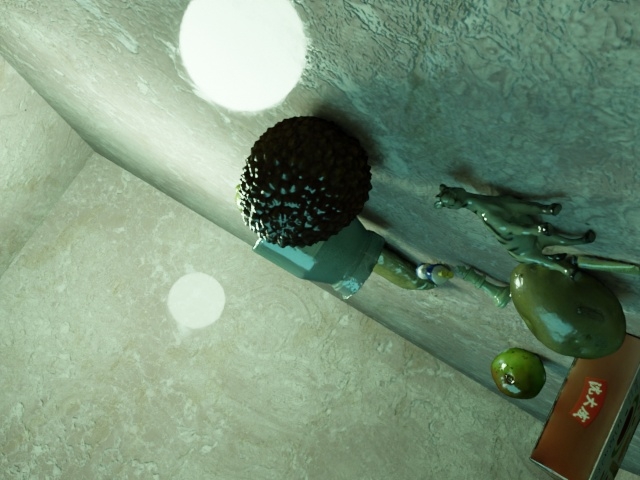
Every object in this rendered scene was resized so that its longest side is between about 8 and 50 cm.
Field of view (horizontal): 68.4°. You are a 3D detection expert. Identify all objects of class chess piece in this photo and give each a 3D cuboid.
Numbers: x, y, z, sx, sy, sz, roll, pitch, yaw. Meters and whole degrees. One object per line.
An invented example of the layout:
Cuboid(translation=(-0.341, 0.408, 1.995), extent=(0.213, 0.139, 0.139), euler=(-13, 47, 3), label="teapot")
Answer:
Cuboid(translation=(0.405, 0.105, 1.179), extent=(0.149, 0.059, 0.059), euler=(36, 169, 11), label="chess piece")

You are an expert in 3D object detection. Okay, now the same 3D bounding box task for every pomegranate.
Cuboid(translation=(0.702, 0.455, 1.640), extent=(0.209, 0.180, 0.179), euler=(-6, -166, -38), label="pomegranate")

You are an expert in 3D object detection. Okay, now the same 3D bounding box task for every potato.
Cuboid(translation=(0.461, 0.126, 0.893), extent=(0.235, 0.160, 0.178), euler=(43, 145, -11), label="potato")

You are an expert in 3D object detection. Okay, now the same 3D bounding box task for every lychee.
Cuboid(translation=(-0.038, -0.104, 0.929), extent=(0.267, 0.268, 0.267), euler=(29, 168, 7), label="lychee")

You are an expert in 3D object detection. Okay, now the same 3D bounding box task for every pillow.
Cuboid(translation=(0.201, 0.072, 1.467), extent=(0.302, 0.075, 0.185), euler=(33, 165, -13), label="pillow")

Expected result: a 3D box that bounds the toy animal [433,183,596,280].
Cuboid(translation=(0.322, -0.030, 0.769), extent=(0.255, 0.090, 0.170), euler=(36, 172, -10), label="toy animal")

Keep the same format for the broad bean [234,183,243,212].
Cuboid(translation=(-0.155, -0.093, 1.559), extent=(0.291, 0.119, 0.238), euler=(35, 167, -23), label="broad bean")

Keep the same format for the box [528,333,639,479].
Cuboid(translation=(0.672, 0.435, 1.142), extent=(0.122, 0.345, 0.385), euler=(22, 165, 43), label="box")

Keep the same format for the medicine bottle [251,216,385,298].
Cuboid(translation=(0.000, 0.000, 1.261), extent=(0.289, 0.245, 0.245), euler=(33, 168, -9), label="medicine bottle")

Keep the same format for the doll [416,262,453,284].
Cuboid(translation=(0.313, 0.091, 1.324), extent=(0.098, 0.058, 0.143), euler=(13, 176, -21), label="doll")

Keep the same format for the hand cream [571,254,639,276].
Cuboid(translation=(0.486, 0.042, 0.803), extent=(0.102, 0.022, 0.035), euler=(11, 157, 44), label="hand cream")
